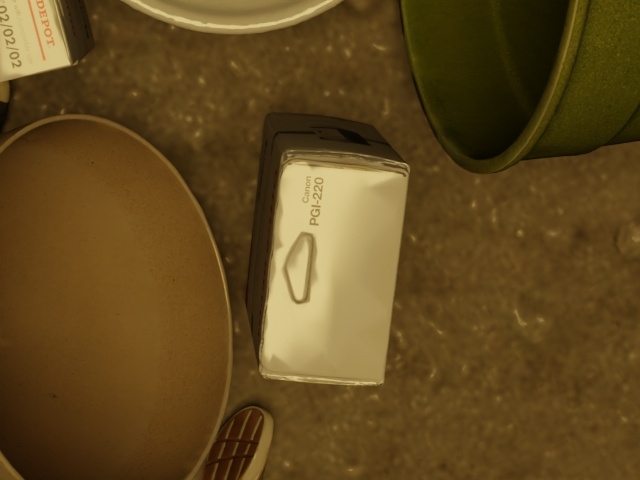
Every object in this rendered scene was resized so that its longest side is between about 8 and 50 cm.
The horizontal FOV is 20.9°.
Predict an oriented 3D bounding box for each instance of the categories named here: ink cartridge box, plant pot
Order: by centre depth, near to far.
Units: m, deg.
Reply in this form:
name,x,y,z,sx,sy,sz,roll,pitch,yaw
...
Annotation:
name,x,y,z,sx,sy,sz,roll,pitch,yaw
plant pot,0.271,-0.233,1.178,0.353,0.366,0.366,-2,101,-14
ink cartridge box,-0.207,-0.172,1.224,0.062,0.181,0.104,-14,101,0
plant pot,-0.225,0.065,1.248,0.191,0.284,0.284,-9,103,34
ink cartridge box,0.000,0.000,1.249,0.092,0.218,0.158,6,101,-4

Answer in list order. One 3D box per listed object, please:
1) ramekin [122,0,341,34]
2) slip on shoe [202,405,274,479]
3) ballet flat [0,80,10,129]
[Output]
name,x,y,z,sx,sy,sz,roll,pitch,yaw
ramekin,-0.065,-0.289,1.233,0.277,0.135,0.277,-1,100,-3
slip on shoe,-0.065,0.196,1.375,0.041,0.051,0.135,18,92,-46
ballet flat,-0.288,-0.062,1.307,0.057,0.049,0.173,34,97,-10
